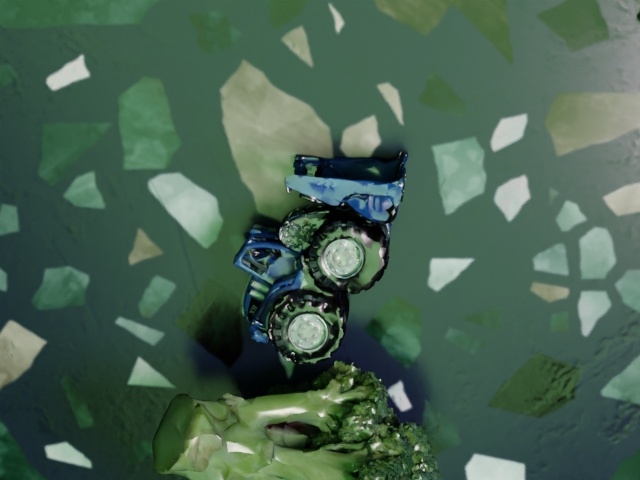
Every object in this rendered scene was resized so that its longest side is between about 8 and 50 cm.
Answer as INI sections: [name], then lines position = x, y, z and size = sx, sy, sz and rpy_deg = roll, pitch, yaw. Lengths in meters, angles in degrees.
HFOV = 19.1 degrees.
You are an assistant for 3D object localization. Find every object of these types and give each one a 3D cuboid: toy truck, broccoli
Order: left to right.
[broccoli]
position = -0.029, 0.226, 1.708
size = 0.270, 0.270, 0.270
rpy_deg = 31, 103, -32
[toy truck]
position = 0.000, 0.000, 1.737
size = 0.126, 0.113, 0.208
rpy_deg = 29, 100, -3
